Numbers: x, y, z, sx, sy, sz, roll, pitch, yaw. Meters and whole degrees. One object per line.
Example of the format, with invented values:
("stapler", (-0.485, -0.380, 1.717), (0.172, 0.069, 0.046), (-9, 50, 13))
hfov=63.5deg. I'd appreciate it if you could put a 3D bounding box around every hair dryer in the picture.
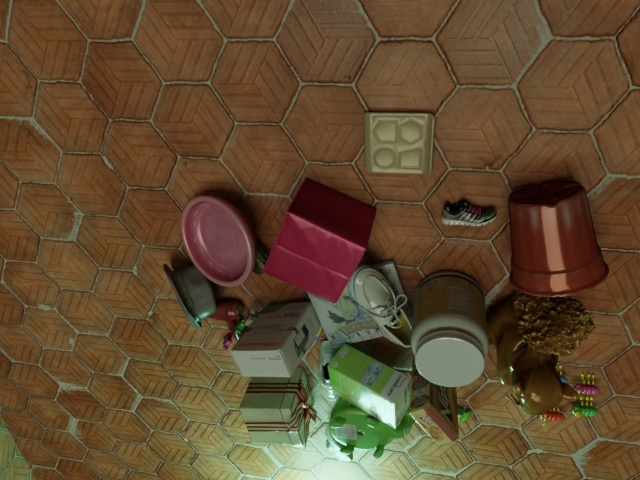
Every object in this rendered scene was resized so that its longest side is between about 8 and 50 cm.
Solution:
("hair dryer", (-0.359, 0.330, 2.055), (0.294, 0.080, 0.223), (30, 124, -6))

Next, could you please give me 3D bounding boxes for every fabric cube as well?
("fabric cube", (0.000, 0.000, 1.656), (0.258, 0.254, 0.259), (24, 124, -2))

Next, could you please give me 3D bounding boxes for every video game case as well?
("video game case", (0.147, 0.236, 1.874), (0.329, 0.036, 0.299), (-16, 117, 13))

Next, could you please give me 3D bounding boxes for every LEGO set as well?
("LEGO set", (-0.288, 0.366, 1.980), (0.087, 0.093, 0.227), (28, 127, -22))

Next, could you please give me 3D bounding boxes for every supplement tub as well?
("supplement tub", (0.419, 0.281, 1.684), (0.241, 0.331, 0.241), (6, 123, 10))

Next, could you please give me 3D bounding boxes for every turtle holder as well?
("turtle holder", (0.197, 0.695, 2.062), (0.320, 0.227, 0.243), (-26, 111, 26))

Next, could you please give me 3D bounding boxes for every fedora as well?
("fedora", (-0.469, 0.187, 1.938), (0.124, 0.244, 0.275), (-25, 86, -9))

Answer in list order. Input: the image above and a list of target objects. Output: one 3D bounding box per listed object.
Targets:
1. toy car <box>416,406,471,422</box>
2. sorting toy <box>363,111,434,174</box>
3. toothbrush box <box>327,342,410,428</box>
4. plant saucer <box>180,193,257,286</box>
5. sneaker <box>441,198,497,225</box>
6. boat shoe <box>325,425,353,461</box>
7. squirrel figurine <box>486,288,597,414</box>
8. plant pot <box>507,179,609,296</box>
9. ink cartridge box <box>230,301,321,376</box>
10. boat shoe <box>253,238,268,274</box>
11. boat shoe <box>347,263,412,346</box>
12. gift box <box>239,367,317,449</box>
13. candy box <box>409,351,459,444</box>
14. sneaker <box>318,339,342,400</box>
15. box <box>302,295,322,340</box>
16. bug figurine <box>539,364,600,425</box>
("toy car", (0.495, 0.687, 2.089), (0.225, 0.053, 0.239), (13, 124, 6))
("sorting toy", (0.233, -0.291, 1.550), (0.208, 0.038, 0.192), (6, 123, 15))
("toothbrush box", (0.181, 0.536, 1.912), (0.283, 0.122, 0.206), (22, 143, 27))
("plant saucer", (-0.340, -0.005, 1.783), (0.332, 0.084, 0.332), (16, 119, 31))
("sneaker", (0.458, -0.090, 1.602), (0.171, 0.063, 0.074), (-1, 128, 20))
("boat shoe", (0.066, 0.921, 2.324), (0.081, 0.079, 0.227), (-22, 118, 20))
("squirrel figurine", (0.677, 0.335, 1.632), (0.281, 0.370, 0.396), (13, 123, 6))
("plant pot", (0.665, -0.020, 1.495), (0.273, 0.272, 0.265), (-11, 110, 20))
("ink cartridge box", (-0.153, 0.350, 1.848), (0.211, 0.289, 0.121), (-7, 114, 28))
("boat shoe", (-0.257, 0.018, 1.839), (0.223, 0.073, 0.080), (54, 135, 2))
("boat shoe", (0.224, 0.235, 1.723), (0.136, 0.156, 0.367), (-39, 121, -14))
("gift box", (-0.160, 0.705, 2.133), (0.258, 0.276, 0.255), (-6, 125, 15))
("candy box", (0.409, 0.542, 1.860), (0.088, 0.316, 0.183), (-32, 109, 28))
("sneaker", (0.030, 0.538, 2.063), (0.111, 0.129, 0.297), (1, 123, 12))
("box", (-0.033, 0.296, 1.978), (0.105, 0.043, 0.179), (18, 122, 2))
("bug figurine", (0.911, 0.584, 1.913), (0.216, 0.072, 0.278), (-3, 120, 15))
